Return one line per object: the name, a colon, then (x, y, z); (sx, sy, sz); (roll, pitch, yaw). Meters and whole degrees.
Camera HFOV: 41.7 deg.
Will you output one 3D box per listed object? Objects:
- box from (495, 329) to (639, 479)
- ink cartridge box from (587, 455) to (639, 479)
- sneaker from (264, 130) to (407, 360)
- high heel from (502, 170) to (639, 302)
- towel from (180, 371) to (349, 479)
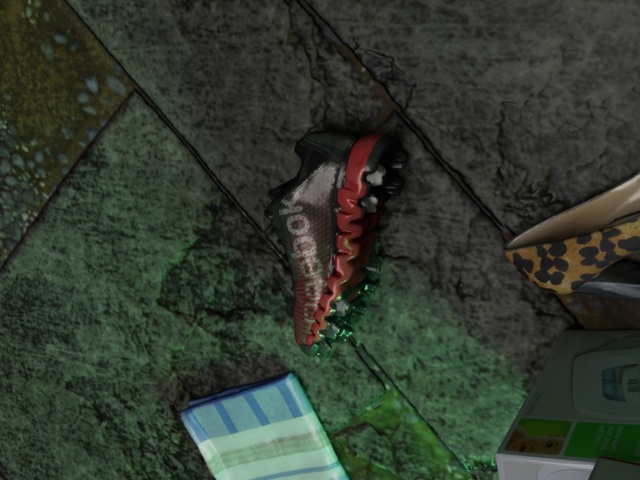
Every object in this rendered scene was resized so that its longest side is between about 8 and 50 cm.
box: (0.309, 0.185, 0.741); (0.231, 0.262, 0.126); (-4, 106, 31)
ink cartridge box: (0.246, 0.244, 0.602); (0.109, 0.063, 0.150); (5, 110, 27)
sneaker: (0.000, 0.000, 0.939); (0.135, 0.098, 0.276); (21, 115, 20)
high heel: (0.269, -0.054, 0.769); (0.186, 0.093, 0.261); (11, 122, 18)
towel: (-0.057, 0.326, 1.131); (0.209, 0.034, 0.284); (-21, 97, 32)
